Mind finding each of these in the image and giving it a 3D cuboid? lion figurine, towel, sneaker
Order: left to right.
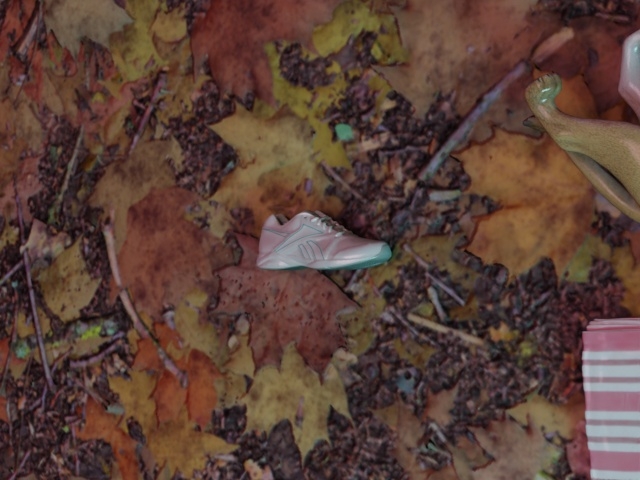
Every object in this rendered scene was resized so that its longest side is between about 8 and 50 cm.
[{"bbox_3d":[0.000,0.000,1.467,0.152,0.054,0.061,1,87,33],"label":"sneaker"},{"bbox_3d":[0.300,0.164,1.289,0.144,0.029,0.197,-3,90,33],"label":"towel"},{"bbox_3d":[0.352,-0.104,1.210,0.392,0.142,0.240,-37,78,42],"label":"lion figurine"}]
